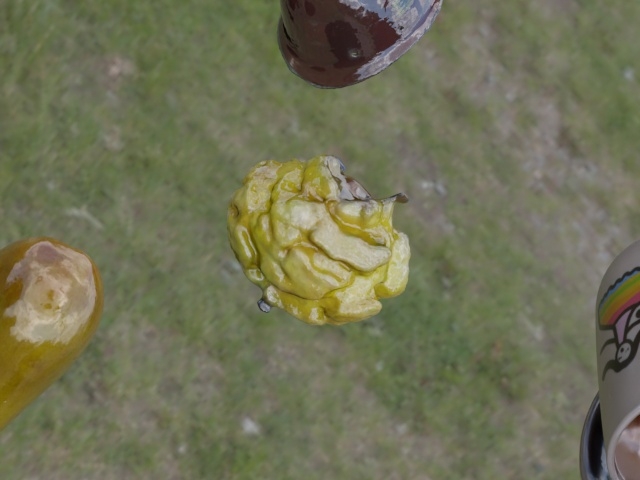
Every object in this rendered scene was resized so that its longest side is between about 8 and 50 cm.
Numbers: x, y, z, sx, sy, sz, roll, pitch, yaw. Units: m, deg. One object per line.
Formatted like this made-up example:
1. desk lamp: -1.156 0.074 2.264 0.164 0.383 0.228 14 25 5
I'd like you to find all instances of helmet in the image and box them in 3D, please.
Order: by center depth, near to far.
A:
1. helmet: 0.018 -0.232 1.291 0.155 0.175 0.106 24 -16 30

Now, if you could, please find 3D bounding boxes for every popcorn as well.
1. popcorn: 0.000 0.000 1.229 0.167 0.152 0.148 40 2 -13

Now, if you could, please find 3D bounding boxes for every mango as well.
1. mango: -0.414 0.135 1.943 0.173 0.317 0.211 33 10 -20

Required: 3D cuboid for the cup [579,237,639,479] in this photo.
1. cup: 0.316 0.125 1.266 0.191 0.253 0.200 24 39 -19
